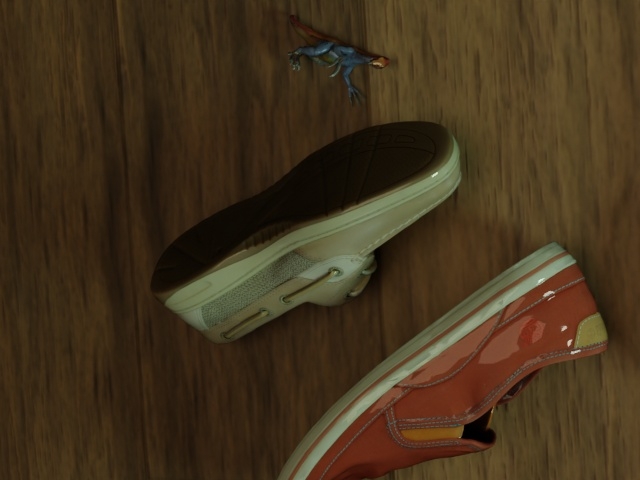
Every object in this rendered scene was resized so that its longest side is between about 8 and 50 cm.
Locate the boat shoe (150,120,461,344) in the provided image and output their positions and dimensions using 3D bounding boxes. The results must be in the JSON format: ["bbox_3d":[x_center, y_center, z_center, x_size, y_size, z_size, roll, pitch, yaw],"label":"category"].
[{"bbox_3d":[0.000,0.000,1.364,0.302,0.109,0.098,-27,121,27],"label":"boat shoe"}]

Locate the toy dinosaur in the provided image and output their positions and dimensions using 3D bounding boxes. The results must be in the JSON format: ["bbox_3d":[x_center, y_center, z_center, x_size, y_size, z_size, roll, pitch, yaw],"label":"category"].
[{"bbox_3d":[0.015,-0.157,1.370,0.082,0.047,0.090,-10,79,11],"label":"toy dinosaur"}]

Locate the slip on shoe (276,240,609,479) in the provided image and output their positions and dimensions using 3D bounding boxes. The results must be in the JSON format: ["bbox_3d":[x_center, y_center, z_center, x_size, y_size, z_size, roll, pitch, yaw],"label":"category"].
[{"bbox_3d":[0.089,0.135,1.313,0.331,0.123,0.101,-40,79,20],"label":"slip on shoe"}]
